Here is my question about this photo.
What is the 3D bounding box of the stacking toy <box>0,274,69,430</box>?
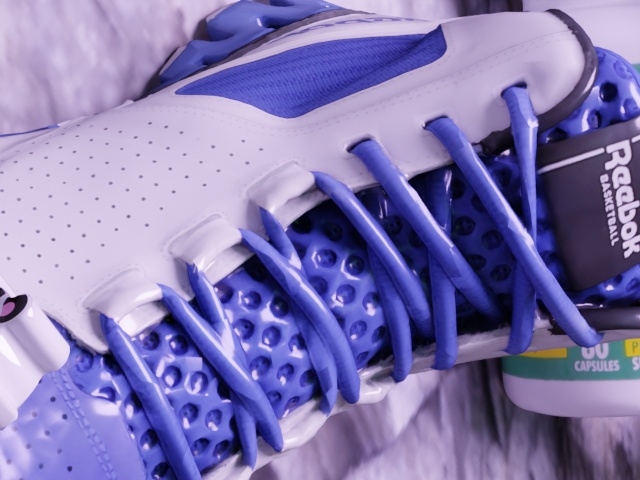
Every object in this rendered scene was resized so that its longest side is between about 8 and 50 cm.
[{"bbox_3d":[-0.107,0.126,0.442,0.221,0.052,0.167,-40,124,-8],"label":"stacking toy"}]

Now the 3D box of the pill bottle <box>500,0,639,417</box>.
[{"bbox_3d":[0.128,-0.036,0.802,0.117,0.117,0.208,-9,96,-54],"label":"pill bottle"}]

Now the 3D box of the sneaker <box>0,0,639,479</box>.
[{"bbox_3d":[0.001,-0.001,0.566,0.315,0.182,0.127,-44,122,-46],"label":"sneaker"}]
